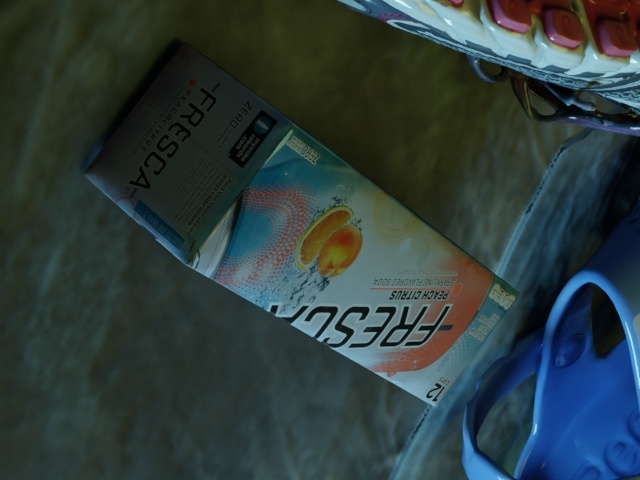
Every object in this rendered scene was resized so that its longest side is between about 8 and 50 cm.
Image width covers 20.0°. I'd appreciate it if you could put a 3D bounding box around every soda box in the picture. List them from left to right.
[{"bbox_3d":[0.000,0.000,0.651,0.058,0.063,0.183,-53,144,3],"label":"soda box"}]

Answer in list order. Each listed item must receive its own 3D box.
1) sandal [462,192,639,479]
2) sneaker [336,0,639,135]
[{"bbox_3d":[0.166,0.028,0.812,0.138,0.126,0.317,11,111,-46],"label":"sandal"},{"bbox_3d":[0.095,-0.086,0.645,0.299,0.121,0.112,8,152,-40],"label":"sneaker"}]
